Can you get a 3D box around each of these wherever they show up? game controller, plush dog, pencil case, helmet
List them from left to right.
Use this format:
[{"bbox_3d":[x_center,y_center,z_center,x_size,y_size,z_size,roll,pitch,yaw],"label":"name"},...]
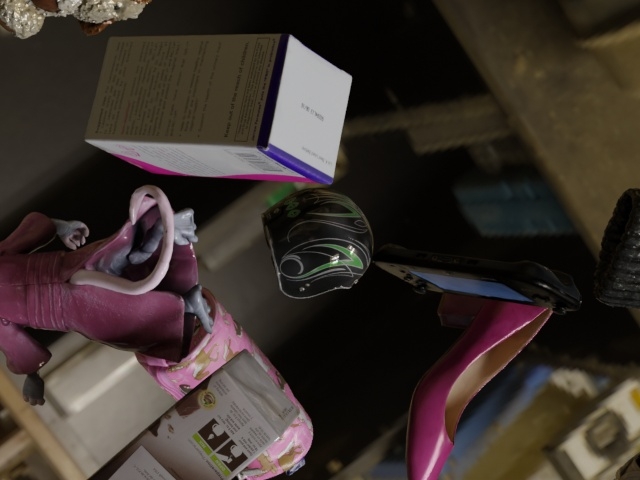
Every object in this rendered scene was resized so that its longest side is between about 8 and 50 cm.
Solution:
[{"bbox_3d":[-0.390,-0.429,2.368,0.262,0.225,0.210,-9,-114,58],"label":"plush dog"},{"bbox_3d":[-0.156,0.244,2.387,0.160,0.386,0.167,-26,-139,8],"label":"pencil case"},{"bbox_3d":[0.000,0.000,2.232,0.162,0.169,0.169,-14,-168,-3],"label":"helmet"},{"bbox_3d":[0.233,0.057,2.188,0.319,0.067,0.166,6,175,42],"label":"game controller"}]

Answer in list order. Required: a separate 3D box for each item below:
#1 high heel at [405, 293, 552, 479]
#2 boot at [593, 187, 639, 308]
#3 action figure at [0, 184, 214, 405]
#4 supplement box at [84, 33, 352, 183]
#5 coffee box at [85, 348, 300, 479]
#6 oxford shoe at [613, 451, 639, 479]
[{"bbox_3d":[0.253,0.240,2.333,0.181,0.127,0.377,10,-106,19],"label":"high heel"},{"bbox_3d":[0.535,-0.040,1.938,0.131,0.260,0.348,-58,168,-78],"label":"boot"},{"bbox_3d":[-0.333,0.076,1.841,0.370,0.248,0.276,-5,170,5],"label":"action figure"},{"bbox_3d":[-0.097,-0.123,1.358,0.220,0.111,0.113,4,-103,34],"label":"supplement box"},{"bbox_3d":[-0.183,0.284,1.838,0.297,0.119,0.168,-41,178,8],"label":"coffee box"},{"bbox_3d":[0.519,0.448,2.381,0.449,0.130,0.169,-55,178,21],"label":"oxford shoe"}]
